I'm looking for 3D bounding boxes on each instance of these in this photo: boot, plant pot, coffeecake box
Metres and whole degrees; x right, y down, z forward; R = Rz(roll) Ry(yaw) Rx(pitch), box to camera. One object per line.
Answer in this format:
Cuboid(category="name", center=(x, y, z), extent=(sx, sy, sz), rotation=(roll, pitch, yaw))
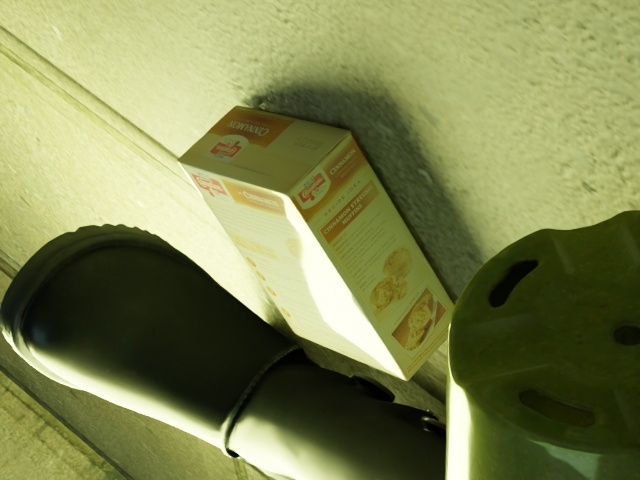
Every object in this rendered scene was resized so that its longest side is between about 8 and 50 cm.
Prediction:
Cuboid(category="boot", center=(0.001, 0.164, 1.259), extent=(0.445, 0.146, 0.367), rotation=(33, -175, 37))
Cuboid(category="plant pot", center=(0.171, 0.133, 0.853), extent=(0.276, 0.276, 0.254), rotation=(27, 142, 40))
Cuboid(category="coffeecake box", center=(0.000, 0.000, 1.145), extent=(0.142, 0.068, 0.185), rotation=(19, 148, 52))
